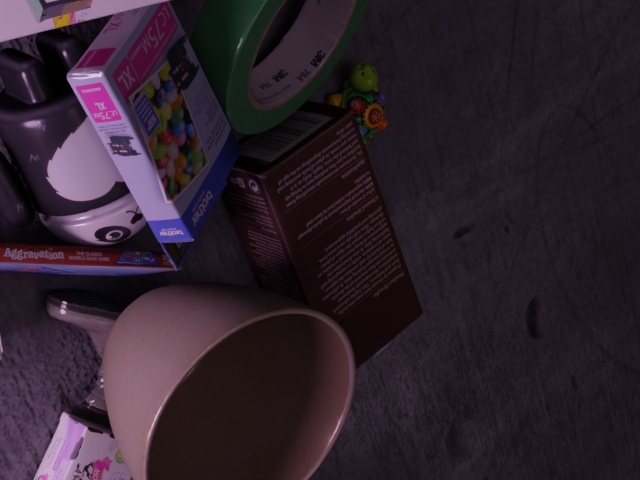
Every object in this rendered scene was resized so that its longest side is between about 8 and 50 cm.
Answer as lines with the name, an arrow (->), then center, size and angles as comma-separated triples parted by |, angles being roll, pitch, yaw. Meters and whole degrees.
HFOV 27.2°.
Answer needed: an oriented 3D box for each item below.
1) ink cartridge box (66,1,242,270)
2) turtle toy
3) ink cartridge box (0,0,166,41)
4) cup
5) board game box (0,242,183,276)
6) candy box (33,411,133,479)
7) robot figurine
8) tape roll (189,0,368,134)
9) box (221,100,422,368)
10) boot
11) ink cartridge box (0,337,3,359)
ink cartridge box -> -0.188, -0.135, 1.647 | 0.185, 0.065, 0.311 | -66, 144, -43
turtle toy -> 0.063, -0.208, 2.023 | 0.095, 0.066, 0.130 | -22, 117, -34
ink cartridge box -> -0.283, -0.332, 1.527 | 0.278, 0.201, 0.117 | -14, 117, 1
cup -> -0.155, 0.186, 1.746 | 0.331, 0.237, 0.331 | -24, 129, -33
board game box -> -0.333, 0.026, 1.707 | 0.281, 0.145, 0.027 | 3, 81, -41
candy box -> -0.306, 0.351, 1.876 | 0.196, 0.070, 0.164 | 27, 85, -42
robot figurine -> -0.304, -0.123, 1.664 | 0.209, 0.173, 0.278 | -12, 120, 11
tape roll -> -0.048, -0.297, 1.788 | 0.321, 0.077, 0.321 | -46, 161, -22
box -> 0.000, 0.000, 1.987 | 0.191, 0.143, 0.381 | -37, 122, -27
boot -> -0.291, 0.166, 1.832 | 0.247, 0.083, 0.161 | 20, 95, -41
ink cartridge box -> -0.486, 0.116, 1.658 | 0.150, 0.063, 0.109 | -20, 115, -35
